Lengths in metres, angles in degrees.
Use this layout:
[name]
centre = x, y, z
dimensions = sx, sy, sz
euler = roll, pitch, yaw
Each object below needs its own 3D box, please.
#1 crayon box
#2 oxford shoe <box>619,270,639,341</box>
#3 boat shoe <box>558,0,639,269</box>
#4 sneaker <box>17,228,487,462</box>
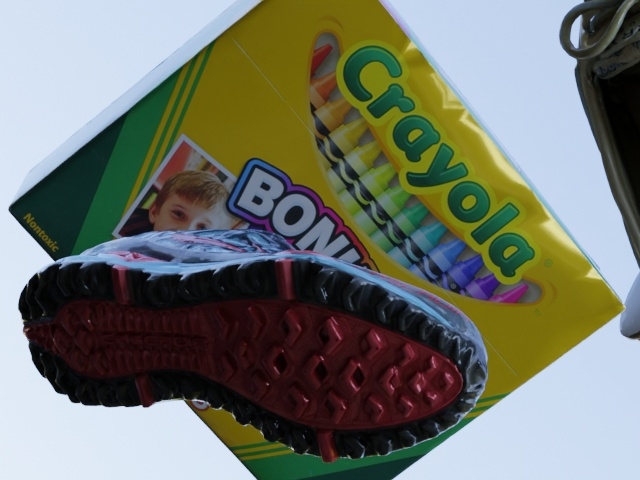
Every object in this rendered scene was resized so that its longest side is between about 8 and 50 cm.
[crayon box]
centre = 0.000, 0.000, 1.224
dimensions = 0.363, 0.313, 0.106
euler = 49, 12, -16
[oxford shoe]
centre = 0.355, 0.021, 1.450
dimensions = 0.076, 0.212, 0.076
euler = 45, -17, -16
[boat shoe]
centre = 0.179, -0.062, 0.743
dimensions = 0.104, 0.089, 0.285
euler = -25, -112, 29
[sneaker]
centre = -0.025, 0.030, 0.812
dimensions = 0.261, 0.125, 0.104
euler = 9, -64, 29
